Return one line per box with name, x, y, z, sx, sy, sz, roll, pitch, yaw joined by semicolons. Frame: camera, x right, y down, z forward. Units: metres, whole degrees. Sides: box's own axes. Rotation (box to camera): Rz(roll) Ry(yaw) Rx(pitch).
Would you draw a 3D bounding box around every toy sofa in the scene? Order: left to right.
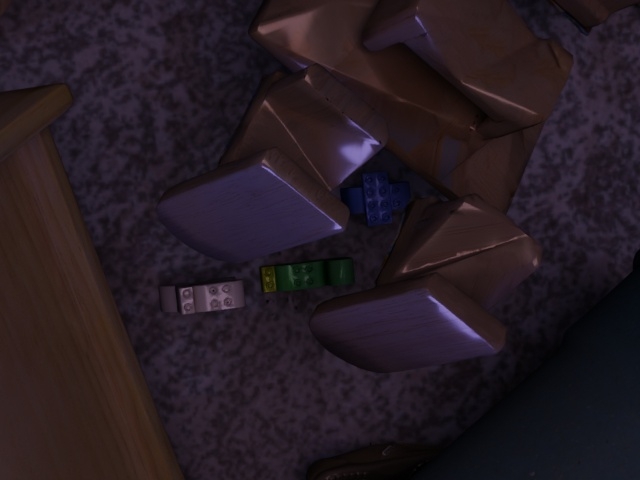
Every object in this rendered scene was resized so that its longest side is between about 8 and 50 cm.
toy sofa;-0.209;0.090;1.108;0.150;0.177;0.363;-47;126;-49

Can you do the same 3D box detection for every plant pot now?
plant pot;0.186;0.233;1.144;0.334;0.341;0.341;-35;98;-3

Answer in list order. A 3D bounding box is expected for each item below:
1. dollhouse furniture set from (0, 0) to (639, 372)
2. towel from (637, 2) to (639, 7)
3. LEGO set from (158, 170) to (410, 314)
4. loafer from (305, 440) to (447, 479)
dollhouse furniture set;-0.024;-0.159;1.137;0.394;0.256;0.362;38;62;-23
towel;0.328;-0.277;1.298;0.187;0.049;0.282;39;85;-9
LEGO set;0.000;0.000;1.218;0.227;0.093;0.087;-7;93;-11
loafer;0.054;0.170;1.257;0.148;0.050;0.056;3;110;-27
